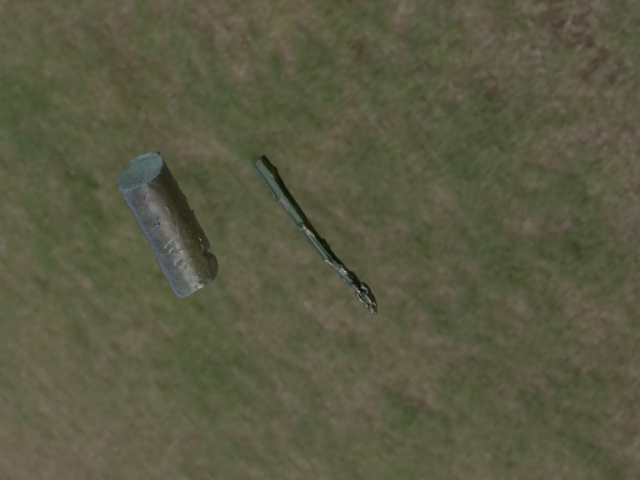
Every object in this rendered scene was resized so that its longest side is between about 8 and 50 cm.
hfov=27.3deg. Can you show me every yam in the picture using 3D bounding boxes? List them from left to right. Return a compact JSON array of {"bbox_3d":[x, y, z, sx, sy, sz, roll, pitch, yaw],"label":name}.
[{"bbox_3d":[-0.134,-0.012,1.180,0.054,0.054,0.132,9,134,45],"label":"yam"}]

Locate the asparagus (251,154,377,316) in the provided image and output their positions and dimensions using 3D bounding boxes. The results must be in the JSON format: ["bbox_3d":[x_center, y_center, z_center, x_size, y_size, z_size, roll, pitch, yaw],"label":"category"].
[{"bbox_3d":[0.000,0.000,0.984,0.016,0.016,0.163,-25,116,29],"label":"asparagus"}]
